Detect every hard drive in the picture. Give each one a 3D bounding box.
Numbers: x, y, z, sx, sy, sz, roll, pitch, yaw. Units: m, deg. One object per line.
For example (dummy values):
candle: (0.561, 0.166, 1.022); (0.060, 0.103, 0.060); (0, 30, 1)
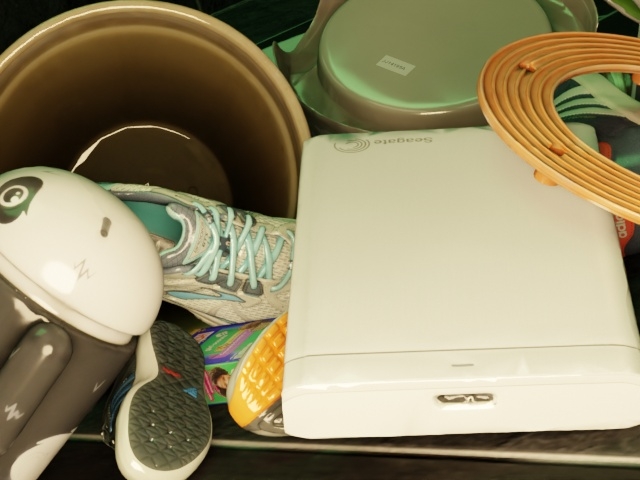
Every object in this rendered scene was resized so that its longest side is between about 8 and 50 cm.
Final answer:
hard drive: (0.097, 0.017, 1.337); (0.233, 0.047, 0.353); (-3, 29, 3)

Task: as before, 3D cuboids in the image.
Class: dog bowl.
dog bowl: (0.125, -0.188, 2.016); (0.349, 0.102, 0.349); (-5, 43, 4)

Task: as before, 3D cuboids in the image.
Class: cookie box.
cookie box: (-0.079, 0.101, 1.538); (0.107, 0.040, 0.092); (-10, 16, 33)

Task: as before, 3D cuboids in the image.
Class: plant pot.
plant pot: (-0.171, -0.041, 1.767); (0.323, 0.323, 0.280); (-19, -4, -5)

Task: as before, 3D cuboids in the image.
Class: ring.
ring: (0.280, -0.071, 1.437); (0.337, 0.032, 0.336); (11, 30, -7)

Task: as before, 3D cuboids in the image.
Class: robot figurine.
robot figurine: (-0.243, 0.074, 1.421); (0.278, 0.209, 0.173); (-52, -28, 8)

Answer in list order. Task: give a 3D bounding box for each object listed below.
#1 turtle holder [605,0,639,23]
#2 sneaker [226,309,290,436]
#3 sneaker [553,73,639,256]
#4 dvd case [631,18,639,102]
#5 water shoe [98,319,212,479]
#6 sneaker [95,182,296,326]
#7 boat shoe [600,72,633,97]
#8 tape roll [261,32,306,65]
turtle holder: (0.393, -0.349, 2.062); (0.227, 0.243, 0.320); (-51, -21, 0)
sneaker: (0.013, 0.082, 1.429); (0.262, 0.099, 0.121); (-32, 0, -42)
sneaker: (0.205, -0.065, 1.636); (0.148, 0.131, 0.350); (-16, 13, -11)
dvd case: (0.341, -0.164, 1.663); (0.029, 0.238, 0.179); (6, 1, -27)
water shoe: (-0.127, 0.141, 1.419); (0.080, 0.073, 0.203); (-55, 13, 23)
sneaker: (-0.095, 0.016, 1.562); (0.283, 0.110, 0.122); (9, -10, -4)
boat shoe: (0.351, -0.175, 1.986); (0.095, 0.095, 0.257); (-8, 15, 14)
tape roll: (-0.045, -0.161, 2.355); (0.392, 0.072, 0.392); (-22, 22, 9)
